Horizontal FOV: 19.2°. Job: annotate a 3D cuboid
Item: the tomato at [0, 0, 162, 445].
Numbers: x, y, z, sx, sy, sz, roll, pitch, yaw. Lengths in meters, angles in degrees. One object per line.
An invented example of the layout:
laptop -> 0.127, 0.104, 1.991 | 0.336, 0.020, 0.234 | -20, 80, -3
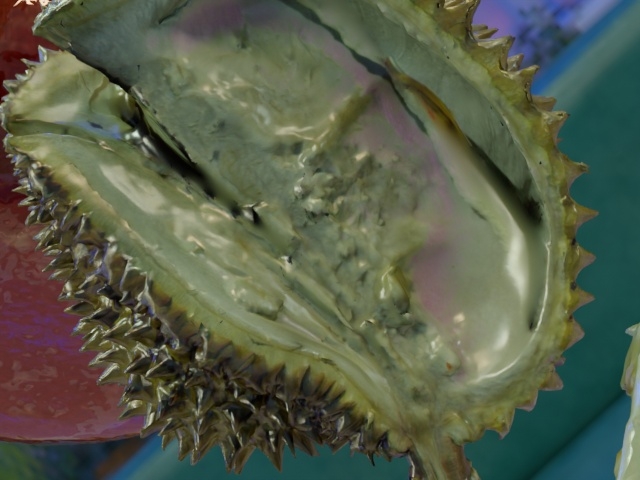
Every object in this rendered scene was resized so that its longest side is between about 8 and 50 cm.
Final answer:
tomato -> -0.129, -0.060, 0.953 | 0.325, 0.289, 0.293 | -34, 56, 46

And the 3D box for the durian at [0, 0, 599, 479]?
durian -> 0.000, 0.000, 0.694 | 0.193, 0.237, 0.138 | -25, -7, 3

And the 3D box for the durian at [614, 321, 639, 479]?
durian -> 0.110, 0.069, 0.282 | 0.144, 0.139, 0.252 | -22, 0, -9
